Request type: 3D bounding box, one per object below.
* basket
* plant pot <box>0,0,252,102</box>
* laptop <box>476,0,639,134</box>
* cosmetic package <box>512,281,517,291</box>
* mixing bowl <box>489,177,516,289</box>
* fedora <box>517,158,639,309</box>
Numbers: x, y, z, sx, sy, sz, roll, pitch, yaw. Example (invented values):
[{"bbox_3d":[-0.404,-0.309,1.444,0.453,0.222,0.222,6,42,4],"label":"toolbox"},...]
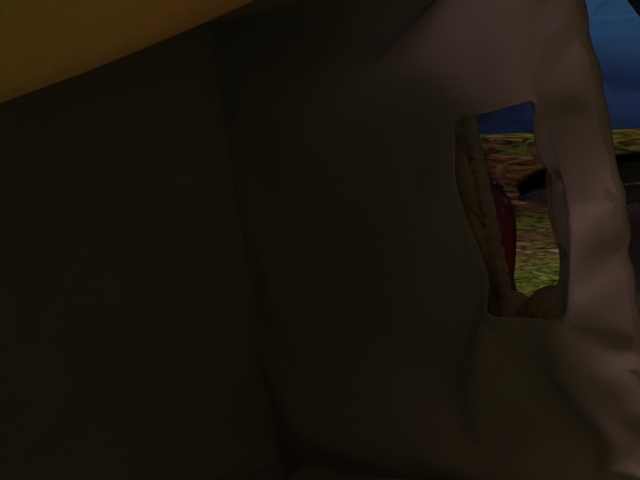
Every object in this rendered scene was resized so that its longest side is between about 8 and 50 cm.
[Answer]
[{"bbox_3d":[-0.073,0.016,0.718,0.331,0.328,0.266,-14,-176,-36],"label":"basket"},{"bbox_3d":[-0.073,-0.142,0.380,0.187,0.212,0.212,-8,173,-15],"label":"plant pot"},{"bbox_3d":[0.178,-0.012,1.008,0.236,0.408,0.382,-36,160,14],"label":"laptop"},{"bbox_3d":[-0.047,0.140,1.424,0.393,0.329,0.327,-1,155,13],"label":"cosmetic package"},{"bbox_3d":[0.064,-0.013,1.138,0.181,0.098,0.181,27,-177,-2],"label":"mixing bowl"},{"bbox_3d":[0.296,0.012,1.425,0.243,0.124,0.275,7,169,-28],"label":"fedora"}]
